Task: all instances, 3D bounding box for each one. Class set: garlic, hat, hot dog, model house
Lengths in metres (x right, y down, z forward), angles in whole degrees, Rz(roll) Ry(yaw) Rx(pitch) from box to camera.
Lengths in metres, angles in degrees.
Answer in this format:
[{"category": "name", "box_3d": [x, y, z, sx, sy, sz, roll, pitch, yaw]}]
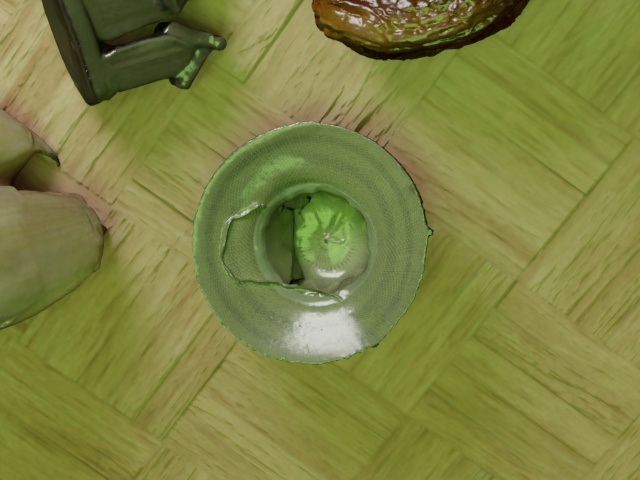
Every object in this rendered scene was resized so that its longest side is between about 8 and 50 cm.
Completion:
[{"category": "garlic", "box_3d": [-0.405, -0.011, 1.743, 0.313, 0.286, 0.249, -20, 149, 19]}, {"category": "hat", "box_3d": [0.000, 0.000, 1.724, 0.252, 0.110, 0.252, 1, 94, 11]}, {"category": "hot dog", "box_3d": [0.109, -0.232, 1.615, 0.227, 0.160, 0.099, -14, 94, 13]}, {"category": "model house", "box_3d": [-0.191, -0.250, 1.668, 0.188, 0.122, 0.229, -17, 120, -1]}]
